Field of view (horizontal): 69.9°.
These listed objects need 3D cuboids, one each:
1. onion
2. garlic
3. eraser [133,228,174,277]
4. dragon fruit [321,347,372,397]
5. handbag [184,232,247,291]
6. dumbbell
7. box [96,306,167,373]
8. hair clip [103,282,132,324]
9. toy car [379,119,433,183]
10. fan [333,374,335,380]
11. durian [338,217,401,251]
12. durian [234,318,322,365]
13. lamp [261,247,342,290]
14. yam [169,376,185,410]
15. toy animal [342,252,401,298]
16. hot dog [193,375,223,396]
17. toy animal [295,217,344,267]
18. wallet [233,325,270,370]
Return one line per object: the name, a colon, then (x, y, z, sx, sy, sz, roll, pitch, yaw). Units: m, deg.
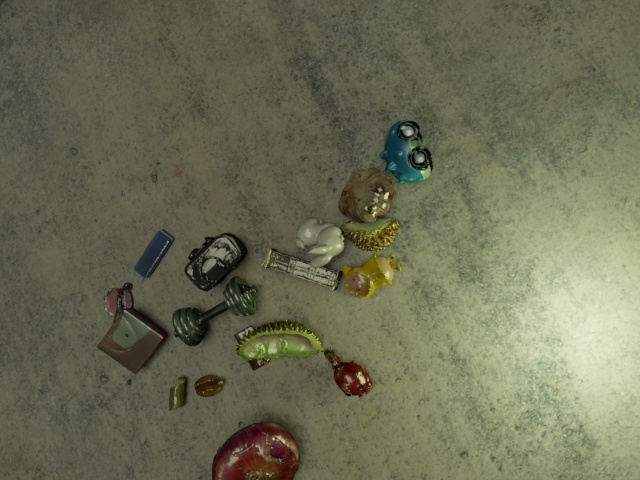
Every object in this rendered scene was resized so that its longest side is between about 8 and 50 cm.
onion: (-0.263, 0.866, 1.816, 0.348, 0.285, 0.347, -8, 109, -23)
garlic: (0.193, -0.173, 1.843, 0.245, 0.161, 0.244, -17, 61, 33)
eraser: (-0.756, 0.059, 2.078, 0.082, 0.036, 0.225, 33, 92, 12)
dragon fruit: (0.096, 0.523, 1.831, 0.125, 0.125, 0.246, -48, 70, 10)
handbag: (-0.443, 0.080, 1.929, 0.254, 0.181, 0.181, -43, 91, 4)
dumbbell: (-0.443, 0.299, 1.923, 0.406, 0.179, 0.179, -30, 80, 7)
box: (-0.819, 0.434, 2.009, 0.215, 0.086, 0.215, 37, 94, -5)
hair clip: (-0.921, 0.297, 2.091, 0.146, 0.056, 0.187, -12, 74, 11)
toy car: (0.332, -0.341, 1.816, 0.190, 0.188, 0.255, -21, 84, 15)
fan: (0.094, 0.560, 1.879, 0.080, 0.003, 0.060, -31, 80, 8)
durian: (0.203, -0.030, 1.874, 0.252, 0.144, 0.139, -5, 47, 18)
durian: (-0.179, 0.412, 1.865, 0.356, 0.157, 0.169, -10, 88, 3)
lamp: (-0.075, 0.118, 1.908, 0.326, 0.089, 0.090, 17, 89, 12)
yam: (-0.622, 0.665, 1.983, 0.070, 0.070, 0.146, 0, 86, 12)
toy animal: (0.207, 0.134, 1.830, 0.230, 0.156, 0.156, -28, 80, 18)
hot dog: (-0.476, 0.625, 1.962, 0.140, 0.060, 0.089, -7, 88, 7)
toy animal: (-0.008, 0.002, 1.855, 0.179, 0.127, 0.193, -29, 52, -22)
wallet: (-0.291, 0.459, 1.955, 0.095, 0.026, 0.176, -30, 81, 5)
